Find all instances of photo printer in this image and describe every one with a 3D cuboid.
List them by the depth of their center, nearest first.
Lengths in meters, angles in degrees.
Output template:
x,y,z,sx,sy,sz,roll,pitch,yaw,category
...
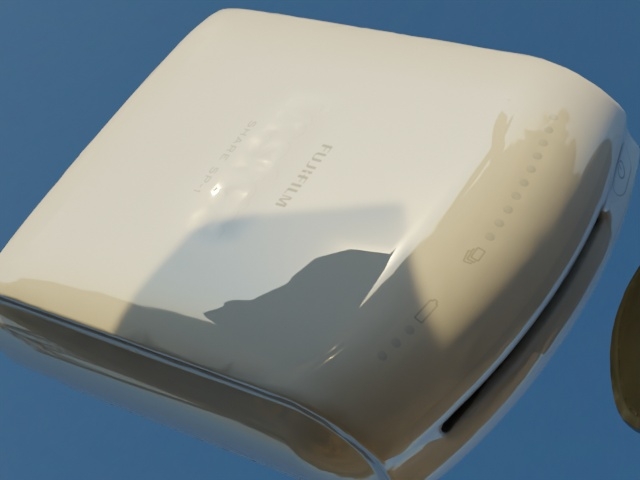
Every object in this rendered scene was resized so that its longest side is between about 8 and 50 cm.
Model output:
x,y,z,sx,sy,sz,roll,pitch,yaw,category
0.000,0.000,0.910,0.307,0.256,0.107,16,-32,40,photo printer

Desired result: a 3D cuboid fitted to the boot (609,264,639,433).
x,y,z,sx,sy,sz,roll,pitch,yaw,category
0.269,0.039,0.790,0.229,0.263,0.091,38,-34,-7,boot
